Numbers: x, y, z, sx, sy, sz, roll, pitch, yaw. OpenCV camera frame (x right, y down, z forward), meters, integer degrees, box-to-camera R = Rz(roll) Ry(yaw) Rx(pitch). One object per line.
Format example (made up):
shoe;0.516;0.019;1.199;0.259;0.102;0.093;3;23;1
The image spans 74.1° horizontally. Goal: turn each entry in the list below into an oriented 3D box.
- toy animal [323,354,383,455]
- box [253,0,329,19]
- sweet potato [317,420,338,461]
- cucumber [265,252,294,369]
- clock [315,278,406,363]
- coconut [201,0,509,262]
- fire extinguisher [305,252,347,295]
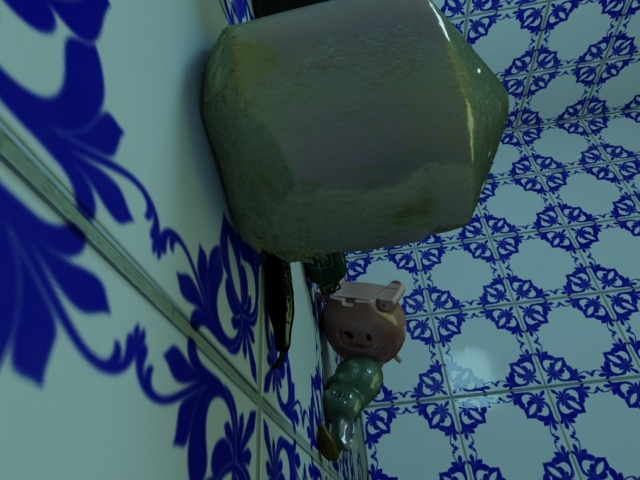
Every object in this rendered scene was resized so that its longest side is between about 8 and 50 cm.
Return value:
toy animal;0.064;0.366;0.973;0.251;0.125;0.127;-46;156;-64
box;-0.037;-0.592;0.875;0.251;0.205;0.345;-70;152;-79
sweet potato;0.012;0.381;0.796;0.034;0.034;0.095;-80;150;-74
cucumber;-0.055;0.080;0.550;0.039;0.043;0.163;19;52;-41
clock;0.107;0.229;1.103;0.142;0.227;0.241;-37;126;-55
coconut;0.050;-0.121;0.487;0.297;0.310;0.297;-8;90;-85
fire extinguisher;0.000;0.000;0.957;0.114;0.095;0.311;25;-49;59
